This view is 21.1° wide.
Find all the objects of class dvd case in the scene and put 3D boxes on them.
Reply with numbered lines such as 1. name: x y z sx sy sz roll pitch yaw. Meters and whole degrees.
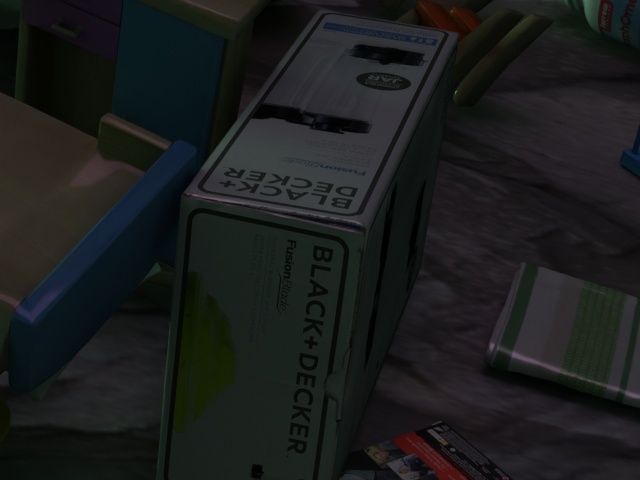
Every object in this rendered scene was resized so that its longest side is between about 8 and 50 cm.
1. dvd case: 0.045 0.133 0.868 0.119 0.013 0.087 -13 37 -38

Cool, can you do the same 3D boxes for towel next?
1. towel: 0.180 0.068 1.027 0.152 0.023 0.113 18 32 8

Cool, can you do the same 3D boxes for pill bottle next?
1. pill bottle: 0.284 -0.205 1.469 0.160 0.087 0.087 28 33 27

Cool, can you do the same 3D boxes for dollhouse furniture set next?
1. dollhouse furniture set: 0.080 -0.244 1.322 0.262 0.135 0.259 51 20 13
2. dollhouse furniture set: -0.204 -0.025 0.865 0.286 0.198 0.303 24 44 11

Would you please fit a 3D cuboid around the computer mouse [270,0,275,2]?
1. computer mouse: -0.088 -0.245 1.440 0.189 0.072 0.272 -3 21 -26

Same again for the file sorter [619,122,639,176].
1. file sorter: 0.331 -0.085 1.257 0.170 0.104 0.118 -11 36 -33

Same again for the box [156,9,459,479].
1. box: 0.000 0.000 0.913 0.087 0.169 0.290 11 27 8
